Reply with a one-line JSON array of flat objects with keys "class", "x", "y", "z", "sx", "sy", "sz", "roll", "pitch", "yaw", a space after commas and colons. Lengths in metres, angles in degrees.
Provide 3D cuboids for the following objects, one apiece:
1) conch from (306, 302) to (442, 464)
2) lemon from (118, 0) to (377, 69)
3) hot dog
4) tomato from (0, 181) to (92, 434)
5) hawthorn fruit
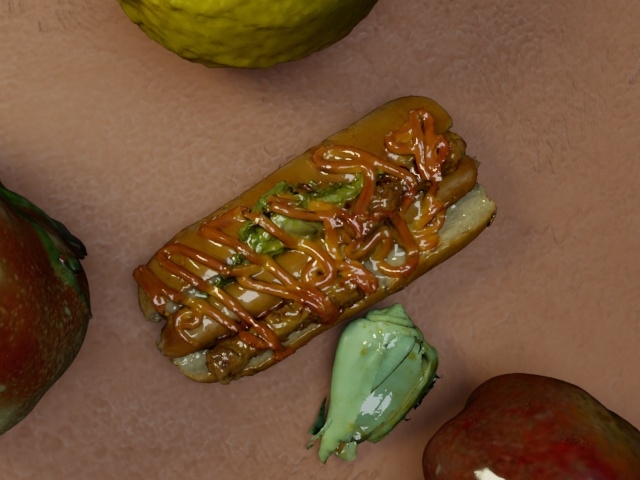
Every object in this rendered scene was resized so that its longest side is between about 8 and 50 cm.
[{"class": "conch", "x": 0.054, "y": 0.141, "z": 0.900, "sx": 0.105, "sy": 0.079, "sz": 0.170, "roll": 20, "pitch": 101, "yaw": -5}, {"class": "lemon", "x": -0.046, "y": -0.285, "z": 0.782, "sx": 0.321, "sy": 0.268, "sz": 0.268, "roll": -32, "pitch": 96, "yaw": -12}, {"class": "hot dog", "x": 0.000, "y": 0.000, "z": 0.861, "sx": 0.348, "sy": 0.117, "sz": 0.158, "roll": -30, "pitch": 96, "yaw": -10}, {"class": "tomato", "x": -0.331, "y": 0.032, "z": 0.705, "sx": 0.303, "sy": 0.303, "sz": 0.239, "roll": 40, "pitch": 86, "yaw": -9}, {"class": "hawthorn fruit", "x": 0.214, "y": 0.236, "z": 0.837, "sx": 0.208, "sy": 0.248, "sz": 0.208, "roll": -21, "pitch": 123, "yaw": -37}]
